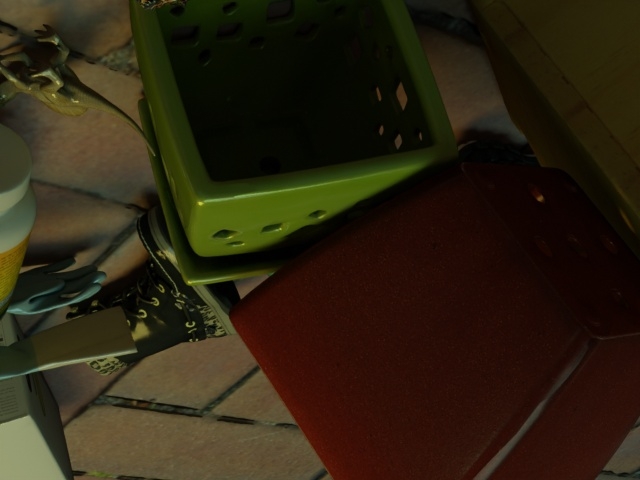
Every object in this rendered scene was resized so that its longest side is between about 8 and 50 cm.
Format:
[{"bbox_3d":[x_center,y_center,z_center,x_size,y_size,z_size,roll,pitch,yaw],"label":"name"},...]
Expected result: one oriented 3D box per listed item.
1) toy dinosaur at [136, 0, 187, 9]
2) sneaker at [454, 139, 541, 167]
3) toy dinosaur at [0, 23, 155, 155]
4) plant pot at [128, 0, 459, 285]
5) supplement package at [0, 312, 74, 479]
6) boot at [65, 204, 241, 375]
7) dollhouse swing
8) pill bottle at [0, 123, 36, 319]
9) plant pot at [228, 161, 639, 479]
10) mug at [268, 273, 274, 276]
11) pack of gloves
[{"bbox_3d":[-0.067,-0.293,1.006,0.218,0.164,0.322,-2,127,-50],"label":"toy dinosaur"},{"bbox_3d":[0.224,-0.044,1.555,0.271,0.100,0.108,10,152,-33],"label":"sneaker"},{"bbox_3d":[-0.216,-0.129,1.182,0.183,0.053,0.092,14,152,23],"label":"toy dinosaur"},{"bbox_3d":[-0.039,-0.094,1.215,0.228,0.227,0.207,-10,154,-16],"label":"plant pot"},{"bbox_3d":[-0.399,0.215,1.562,0.204,0.145,0.262,-15,149,-6],"label":"supplement package"},{"bbox_3d":[-0.192,0.063,1.496,0.178,0.085,0.236,-21,149,7],"label":"boot"},{"bbox_3d":[0.355,-0.138,1.244,0.305,0.347,0.315,-32,148,1],"label":"dollhouse swing"},{"bbox_3d":[-0.322,-0.011,1.283,0.117,0.117,0.208,-2,144,-25],"label":"pill bottle"},{"bbox_3d":[0.137,0.079,1.179,0.267,0.267,0.236,-1,139,-52],"label":"plant pot"},{"bbox_3d":[0.003,-0.006,1.478,0.157,0.097,0.129,16,134,-42],"label":"mug"},{"bbox_3d":[-0.309,0.093,1.380,0.232,0.195,0.046,-11,120,-15],"label":"pack of gloves"}]
